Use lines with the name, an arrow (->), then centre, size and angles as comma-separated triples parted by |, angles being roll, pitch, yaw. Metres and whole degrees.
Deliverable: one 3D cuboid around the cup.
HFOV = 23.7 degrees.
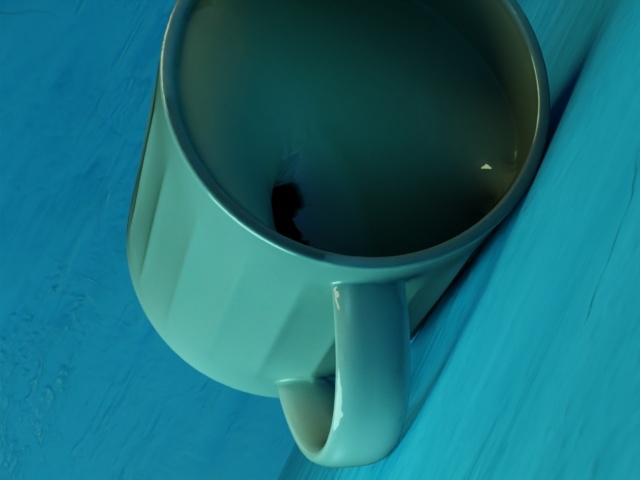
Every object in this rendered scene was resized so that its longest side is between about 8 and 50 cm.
cup -> 0.000, 0.000, 1.014 | 0.327, 0.236, 0.323 | 118, 149, -67
